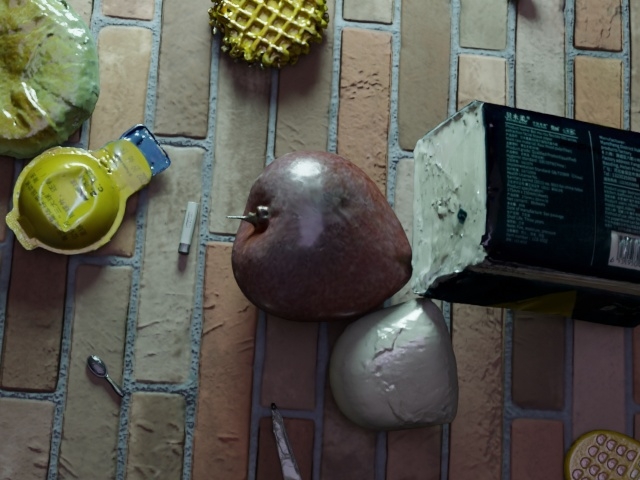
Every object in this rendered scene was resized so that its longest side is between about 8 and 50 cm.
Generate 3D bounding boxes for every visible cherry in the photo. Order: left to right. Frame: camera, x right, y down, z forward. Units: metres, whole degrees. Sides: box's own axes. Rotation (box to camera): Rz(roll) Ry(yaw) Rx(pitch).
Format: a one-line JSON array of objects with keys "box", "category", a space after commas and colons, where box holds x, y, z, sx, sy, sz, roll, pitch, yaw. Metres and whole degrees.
[{"box": [0.000, 0.000, 1.843, 0.307, 0.221, 0.261, 18, 81, -14], "category": "cherry"}]

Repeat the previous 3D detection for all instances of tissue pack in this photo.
[{"box": [0.359, -0.033, 1.821, 0.416, 0.253, 0.264, 8, 71, -24], "category": "tissue pack"}]

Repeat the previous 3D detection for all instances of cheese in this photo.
[{"box": [-0.361, -0.081, 1.892, 0.270, 0.069, 0.177, -36, 86, -17], "category": "cheese"}, {"box": [0.106, 0.194, 1.839, 0.189, 0.154, 0.198, -12, 97, -9], "category": "cheese"}]

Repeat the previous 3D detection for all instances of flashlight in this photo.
[{"box": [-0.209, -0.019, 1.921, 0.018, 0.018, 0.083, 11, 77, -4], "category": "flashlight"}]

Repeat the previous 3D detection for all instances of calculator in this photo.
[{"box": [0.490, 0.394, 1.905, 0.235, 0.032, 0.146, 38, 77, 4], "category": "calculator"}]

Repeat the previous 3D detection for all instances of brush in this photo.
[{"box": [-0.329, 0.209, 1.862, 0.024, 0.008, 0.083, -40, 85, -16], "category": "brush"}]

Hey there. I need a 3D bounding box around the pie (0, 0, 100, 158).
[{"box": [-0.492, -0.271, 1.917, 0.306, 0.071, 0.307, 1, 79, -3], "category": "pie"}]

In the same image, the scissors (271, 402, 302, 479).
[{"box": [-0.033, 0.393, 1.851, 0.109, 0.022, 0.300, -13, 79, -13], "category": "scissors"}]

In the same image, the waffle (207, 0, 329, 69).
[{"box": [-0.086, -0.377, 1.990, 0.197, 0.070, 0.193, -24, 82, -8], "category": "waffle"}]
